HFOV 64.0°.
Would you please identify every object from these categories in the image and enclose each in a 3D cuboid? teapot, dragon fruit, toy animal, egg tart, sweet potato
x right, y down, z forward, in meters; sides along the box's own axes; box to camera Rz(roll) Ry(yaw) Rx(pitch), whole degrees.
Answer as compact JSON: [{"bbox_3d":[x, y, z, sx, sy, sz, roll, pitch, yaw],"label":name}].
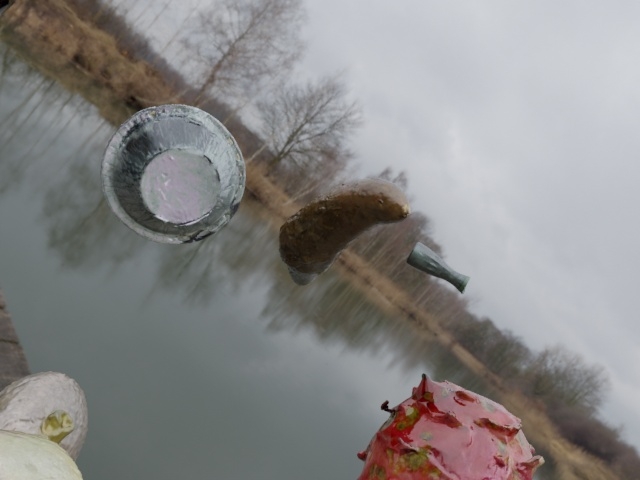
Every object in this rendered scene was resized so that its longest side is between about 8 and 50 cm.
[{"bbox_3d":[0.201,0.048,0.862,0.110,0.043,0.043,32,2,11],"label":"teapot"},{"bbox_3d":[0.141,0.300,0.616,0.205,0.268,0.210,26,-33,31],"label":"dragon fruit"},{"bbox_3d":[-0.550,0.369,0.979,0.188,0.227,0.358,21,8,-6],"label":"toy animal"},{"bbox_3d":[-0.231,-0.098,0.824,0.234,0.234,0.094,39,3,-30],"label":"egg tart"},{"bbox_3d":[-0.002,-0.002,0.761,0.113,0.092,0.341,22,-30,-17],"label":"sweet potato"}]

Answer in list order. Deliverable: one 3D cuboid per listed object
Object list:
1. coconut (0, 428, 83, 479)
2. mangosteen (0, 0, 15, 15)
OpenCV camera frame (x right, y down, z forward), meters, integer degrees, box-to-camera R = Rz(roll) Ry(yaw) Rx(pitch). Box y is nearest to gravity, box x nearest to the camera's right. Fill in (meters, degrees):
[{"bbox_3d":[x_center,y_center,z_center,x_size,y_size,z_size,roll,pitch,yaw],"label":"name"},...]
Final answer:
[{"bbox_3d":[-0.373,0.297,0.495,0.239,0.239,0.244,42,-10,18],"label":"coconut"},{"bbox_3d":[-0.277,-0.218,0.269,0.211,0.211,0.250,41,2,4],"label":"mangosteen"}]
